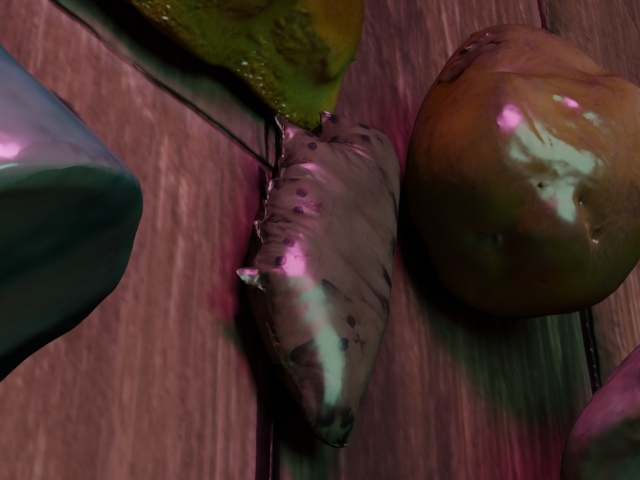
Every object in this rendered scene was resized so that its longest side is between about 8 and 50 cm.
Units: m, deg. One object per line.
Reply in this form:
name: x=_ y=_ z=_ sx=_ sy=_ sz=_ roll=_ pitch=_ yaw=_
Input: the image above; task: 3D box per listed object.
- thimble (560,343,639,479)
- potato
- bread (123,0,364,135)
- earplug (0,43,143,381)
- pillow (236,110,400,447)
thimble: x=0.277 y=0.160 z=1.009 sx=0.291 sy=0.291 sz=0.195 roll=57 pitch=27 yaw=2
potato: x=0.126 y=-0.039 z=1.123 sx=0.155 sy=0.137 sz=0.200 roll=22 pitch=31 yaw=2
bread: x=-0.054 y=-0.169 z=1.029 sx=0.233 sy=0.088 sz=0.160 roll=30 pitch=34 yaw=-41
earplug: x=-0.218 y=-0.092 z=0.627 sx=0.324 sy=0.185 sz=0.185 roll=56 pitch=27 yaw=16
pillow: x=-0.001 y=0.000 z=0.966 sx=0.093 sy=0.051 sz=0.241 roll=43 pitch=33 yaw=-23
